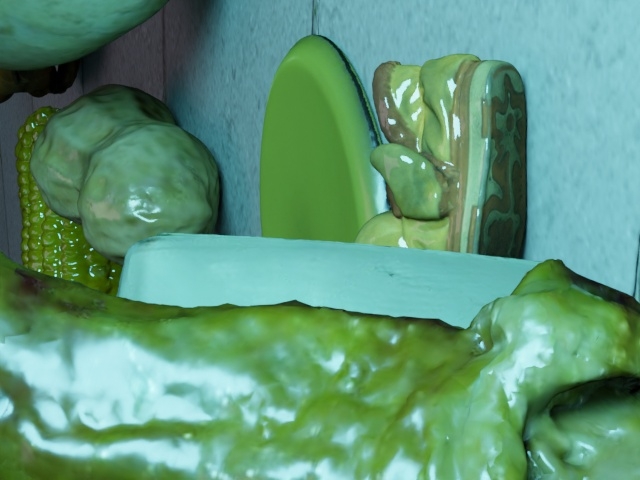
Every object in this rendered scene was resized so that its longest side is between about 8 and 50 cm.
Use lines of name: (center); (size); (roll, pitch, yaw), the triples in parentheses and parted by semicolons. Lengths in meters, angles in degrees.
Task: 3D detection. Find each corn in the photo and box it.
corn: (-0.209, 0.059, 1.498); (0.120, 0.120, 0.363); (-168, 71, -72)

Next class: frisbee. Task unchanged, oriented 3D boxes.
frisbee: (0.000, 0.000, 0.962); (0.236, 0.017, 0.236); (173, 90, -74)

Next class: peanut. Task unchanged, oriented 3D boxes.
peanut: (-0.146, -0.050, 1.242); (0.274, 0.125, 0.111); (-142, 59, -67)

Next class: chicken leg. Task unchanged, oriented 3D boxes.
chicken leg: (-0.007, 0.099, 0.481); (0.140, 0.361, 0.211); (63, -143, -69)

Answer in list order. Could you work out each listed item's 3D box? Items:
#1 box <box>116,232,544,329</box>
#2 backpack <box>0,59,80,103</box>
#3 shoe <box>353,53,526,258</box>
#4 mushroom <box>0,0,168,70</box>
box: (-0.002, 0.135, 0.679); (0.290, 0.221, 0.166); (105, 166, -51)
backpack: (-0.336, -0.315, 1.651); (0.378, 0.201, 0.353); (128, 129, -71)
shoe: (0.051, -0.024, 0.700); (0.069, 0.072, 0.109); (14, 120, 31)
mushroom: (-0.203, -0.284, 1.111); (0.352, 0.260, 0.352); (22, 124, 36)
